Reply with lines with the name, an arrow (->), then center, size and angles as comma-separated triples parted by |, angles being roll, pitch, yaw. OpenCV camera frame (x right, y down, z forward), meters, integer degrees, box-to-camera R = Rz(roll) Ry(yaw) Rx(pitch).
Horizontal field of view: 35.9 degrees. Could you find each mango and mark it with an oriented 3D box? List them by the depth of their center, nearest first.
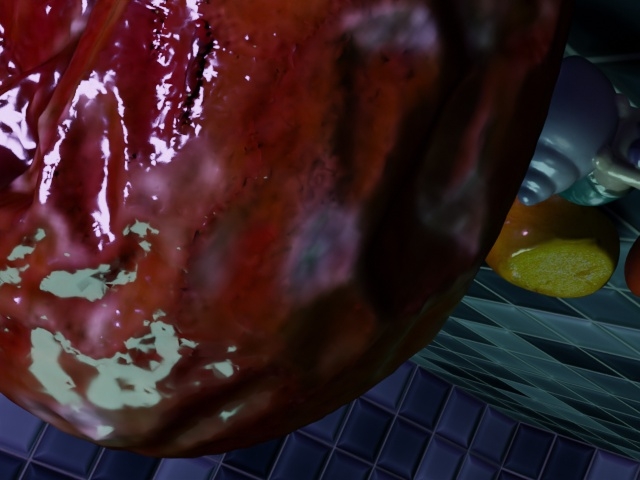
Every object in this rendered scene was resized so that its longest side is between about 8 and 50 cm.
mango -> 0.243, 0.002, 1.028 | 0.141, 0.102, 0.217 | -9, 156, 28

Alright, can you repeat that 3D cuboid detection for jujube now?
jujube -> -0.030, -0.073, 0.504 | 0.276, 0.377, 0.276 | 23, 178, 1

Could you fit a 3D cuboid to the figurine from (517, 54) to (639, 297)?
figurine -> 0.226, -0.048, 0.659 | 0.257, 0.181, 0.208 | 20, 129, 17
